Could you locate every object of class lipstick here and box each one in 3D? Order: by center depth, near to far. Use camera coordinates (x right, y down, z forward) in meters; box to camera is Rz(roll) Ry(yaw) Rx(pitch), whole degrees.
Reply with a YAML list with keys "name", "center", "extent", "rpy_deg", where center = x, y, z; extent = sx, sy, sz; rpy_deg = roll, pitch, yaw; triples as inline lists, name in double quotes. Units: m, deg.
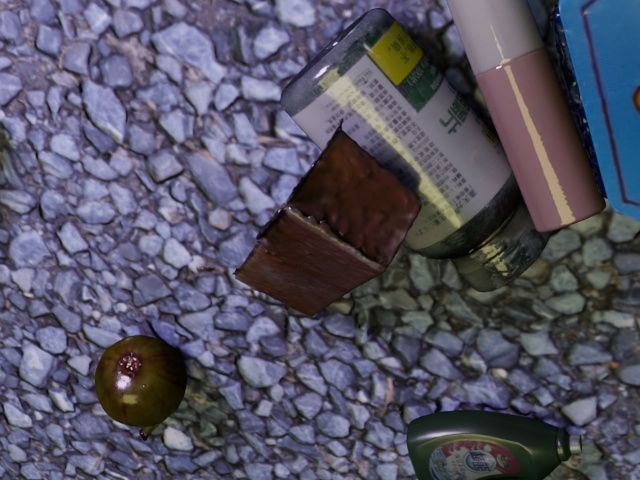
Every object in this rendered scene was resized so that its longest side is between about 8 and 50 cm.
- name: "lipstick"
  center: [0.190, -0.137, 0.828]
  extent: [0.070, 0.070, 0.254]
  rpy_deg: [-20, 95, 27]

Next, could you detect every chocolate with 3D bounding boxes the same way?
- name: "chocolate"
  center: [0.000, 0.000, 0.896]
  extent: [0.112, 0.112, 0.321]
  rpy_deg: [35, 161, -3]

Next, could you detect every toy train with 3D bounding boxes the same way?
- name: "toy train"
  center: [0.339, -0.164, 0.740]
  extent: [0.265, 0.188, 0.300]
  rpy_deg: [-9, 118, 28]

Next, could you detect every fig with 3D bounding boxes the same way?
- name: "fig"
  center: [-0.240, 0.224, 1.221]
  extent: [0.124, 0.124, 0.236]
  rpy_deg: [14, 143, 10]

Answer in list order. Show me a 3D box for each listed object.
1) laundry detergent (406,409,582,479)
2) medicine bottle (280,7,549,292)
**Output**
- name: "laundry detergent"
  center: [0.224, 0.271, 1.113]
  extent: [0.211, 0.063, 0.137]
  rpy_deg: [-8, 121, 20]
- name: "medicine bottle"
  center: [0.103, -0.082, 0.889]
  extent: [0.141, 0.141, 0.293]
  rpy_deg: [-35, 104, 32]
